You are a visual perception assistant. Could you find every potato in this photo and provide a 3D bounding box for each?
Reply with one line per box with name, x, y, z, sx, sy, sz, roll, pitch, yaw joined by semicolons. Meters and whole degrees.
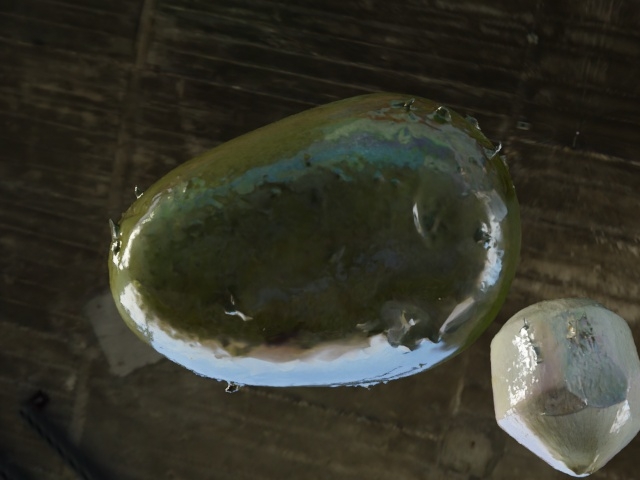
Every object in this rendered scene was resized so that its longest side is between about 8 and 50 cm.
potato;-0.004;0.017;0.992;0.359;0.219;0.269;-15;-58;-7

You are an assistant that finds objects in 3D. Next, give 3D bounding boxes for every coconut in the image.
coconut;0.262;0.157;1.170;0.171;0.171;0.183;-14;-126;14
